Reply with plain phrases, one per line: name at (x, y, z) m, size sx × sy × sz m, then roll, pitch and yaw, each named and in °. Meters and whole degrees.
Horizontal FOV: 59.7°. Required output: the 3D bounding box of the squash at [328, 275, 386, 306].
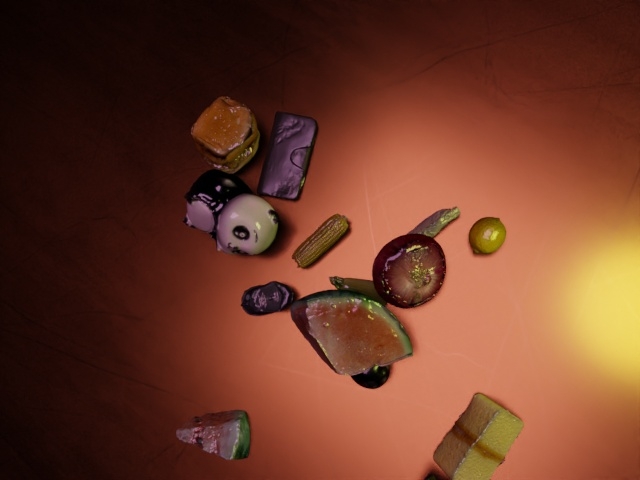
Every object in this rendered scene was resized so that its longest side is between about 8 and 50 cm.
squash at (0.118, 0.156, 1.820) m, size 0.200 × 0.075 × 0.090 m, roll 17°, pitch 105°, yaw -6°

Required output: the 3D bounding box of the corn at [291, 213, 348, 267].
corn at (0.000, 0.000, 1.869) m, size 0.238 × 0.080 × 0.080 m, roll -42°, pitch 75°, yaw 7°

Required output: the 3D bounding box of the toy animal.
toy animal at (-0.286, -0.084, 1.874) m, size 0.310 × 0.251 × 0.251 m, roll 33°, pitch 90°, yaw 8°

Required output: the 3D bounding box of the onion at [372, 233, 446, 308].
onion at (0.271, 0.090, 1.735) m, size 0.248 × 0.248 × 0.161 m, roll -50°, pitch 40°, yaw 2°

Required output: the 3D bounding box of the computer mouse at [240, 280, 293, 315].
computer mouse at (-0.176, 0.197, 1.890) m, size 0.192 × 0.062 × 0.105 m, roll -13°, pitch 80°, yaw 17°

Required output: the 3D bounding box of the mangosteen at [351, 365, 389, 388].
mangosteen at (0.158, 0.388, 1.752) m, size 0.137 × 0.137 × 0.151 m, roll 20°, pitch 57°, yaw 16°

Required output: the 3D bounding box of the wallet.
wallet at (-0.118, -0.299, 1.963) m, size 0.165 × 0.042 × 0.309 m, roll 13°, pitch 85°, yaw 17°

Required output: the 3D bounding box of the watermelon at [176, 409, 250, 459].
watermelon at (-0.361, 0.642, 1.862) m, size 0.241 × 0.094 × 0.154 m, roll -2°, pitch 74°, yaw 16°

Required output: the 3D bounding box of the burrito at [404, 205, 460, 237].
burrito at (0.350, -0.037, 1.805) m, size 0.229 × 0.063 × 0.058 m, roll -41°, pitch 114°, yaw 12°

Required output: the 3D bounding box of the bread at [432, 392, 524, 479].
bread at (0.463, 0.600, 1.653) m, size 0.178 × 0.142 × 0.266 m, roll 32°, pitch 88°, yaw 31°

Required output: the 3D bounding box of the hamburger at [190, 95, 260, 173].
hamburger at (-0.328, -0.368, 1.965) m, size 0.245 × 0.163 × 0.244 m, roll -4°, pitch 73°, yaw 14°

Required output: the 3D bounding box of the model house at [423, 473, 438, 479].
model house at (0.354, 0.770, 1.637) m, size 0.152 × 0.165 × 0.106 m, roll 29°, pitch 72°, yaw 15°

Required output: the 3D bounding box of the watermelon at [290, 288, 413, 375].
watermelon at (0.080, 0.232, 1.692) m, size 0.292 × 0.222 × 0.319 m, roll -23°, pitch 42°, yaw -10°

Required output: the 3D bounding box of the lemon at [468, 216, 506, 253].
lemon at (0.516, -0.015, 1.731) m, size 0.109 × 0.109 × 0.133 m, roll 38°, pitch 101°, yaw 16°
